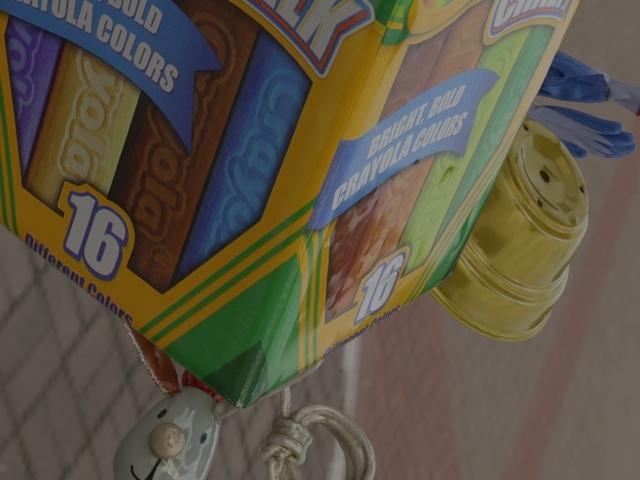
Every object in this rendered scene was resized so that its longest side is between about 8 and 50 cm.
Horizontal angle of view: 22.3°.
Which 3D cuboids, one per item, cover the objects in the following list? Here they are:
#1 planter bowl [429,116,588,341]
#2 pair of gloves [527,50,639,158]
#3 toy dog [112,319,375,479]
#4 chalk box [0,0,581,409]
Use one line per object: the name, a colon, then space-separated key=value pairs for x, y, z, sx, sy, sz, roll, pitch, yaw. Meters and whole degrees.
planter bowl: x=0.151 y=-0.034 z=1.304 sx=0.217 sy=0.090 sz=0.217 roll=29 pitch=46 yaw=-35
pair of gloves: x=0.253 y=-0.135 z=1.669 sx=0.198 sy=0.159 sz=0.023 roll=86 pitch=24 yaw=-68
toy dog: x=-0.053 y=0.042 z=1.277 sx=0.161 sy=0.220 sz=0.333 roll=105 pitch=-12 yaw=-61
chalk box: x=-0.003 y=-0.117 z=0.646 sx=0.180 sy=0.179 sz=0.289 roll=-28 pitch=147 yaw=-50
